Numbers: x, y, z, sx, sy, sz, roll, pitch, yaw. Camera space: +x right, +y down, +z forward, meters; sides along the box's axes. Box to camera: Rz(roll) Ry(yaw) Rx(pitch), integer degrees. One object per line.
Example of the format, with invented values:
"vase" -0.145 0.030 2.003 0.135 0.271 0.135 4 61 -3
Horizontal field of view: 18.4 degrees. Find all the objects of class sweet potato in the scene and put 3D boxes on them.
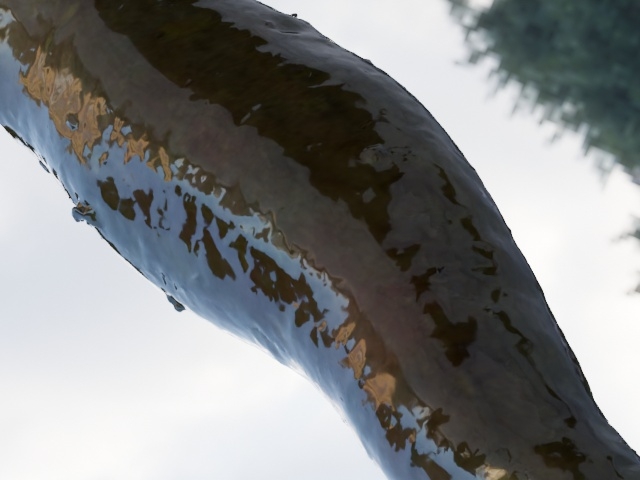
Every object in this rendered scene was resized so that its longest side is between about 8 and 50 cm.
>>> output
"sweet potato" 0.000 0.000 0.453 0.077 0.077 0.244 -1 -146 -47
